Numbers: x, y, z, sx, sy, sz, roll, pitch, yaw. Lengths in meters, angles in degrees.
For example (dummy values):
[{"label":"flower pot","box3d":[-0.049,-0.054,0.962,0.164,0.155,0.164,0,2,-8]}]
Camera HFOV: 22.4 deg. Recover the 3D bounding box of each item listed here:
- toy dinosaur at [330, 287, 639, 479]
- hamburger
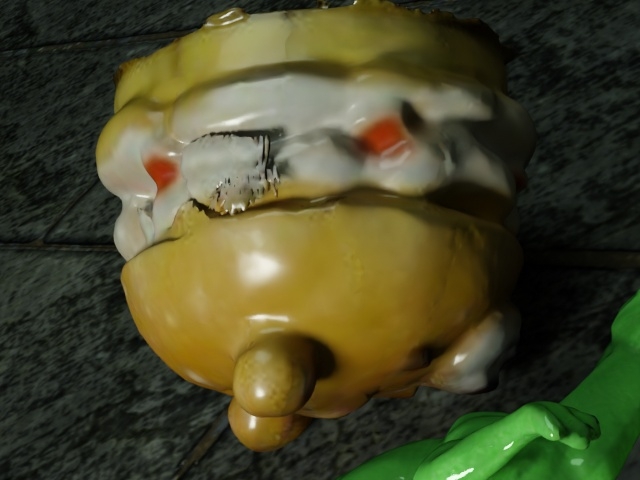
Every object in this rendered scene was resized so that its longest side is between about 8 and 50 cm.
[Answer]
[{"label":"toy dinosaur","box3d":[-0.012,0.157,0.808,0.374,0.144,0.500,-45,13,-34]},{"label":"hamburger","box3d":[0.000,0.000,0.984,0.276,0.276,0.237,-12,72,32]}]
